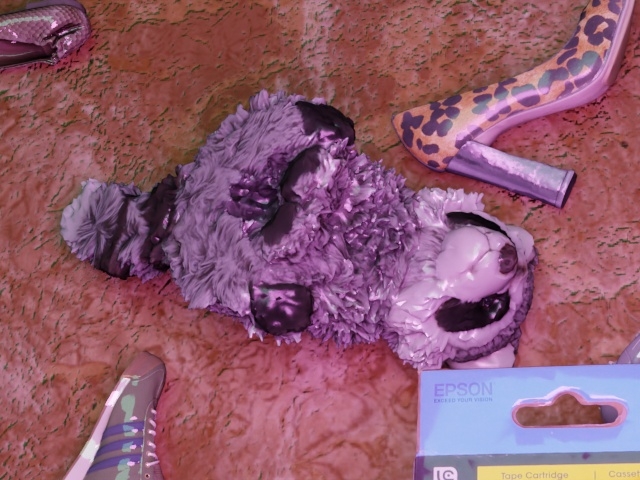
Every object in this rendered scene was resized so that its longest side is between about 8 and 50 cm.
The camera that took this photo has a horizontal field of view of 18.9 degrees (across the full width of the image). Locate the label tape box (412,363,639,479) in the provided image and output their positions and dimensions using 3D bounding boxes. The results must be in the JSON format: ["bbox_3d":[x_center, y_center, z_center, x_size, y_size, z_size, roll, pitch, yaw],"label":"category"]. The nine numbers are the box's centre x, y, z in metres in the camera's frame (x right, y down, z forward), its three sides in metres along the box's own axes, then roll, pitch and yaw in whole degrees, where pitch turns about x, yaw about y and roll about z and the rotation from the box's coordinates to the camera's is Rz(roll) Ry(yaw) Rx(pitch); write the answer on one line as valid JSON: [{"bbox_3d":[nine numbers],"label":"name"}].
[{"bbox_3d":[0.193,0.268,1.455,0.241,0.106,0.333,-2,65,11],"label":"label tape box"}]

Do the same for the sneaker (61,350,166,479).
[{"bbox_3d":[-0.173,0.203,1.768,0.086,0.064,0.192,25,74,14],"label":"sneaker"}]

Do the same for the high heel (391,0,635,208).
[{"bbox_3d":[0.188,-0.175,1.835,0.186,0.093,0.261,20,80,14],"label":"high heel"}]

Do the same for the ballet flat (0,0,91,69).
[{"bbox_3d":[-0.359,-0.194,1.985,0.250,0.084,0.058,-10,62,2],"label":"ballet flat"}]

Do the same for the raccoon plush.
[{"bbox_3d":[0.000,0.000,1.796,0.446,0.299,0.216,19,85,54],"label":"raccoon plush"}]

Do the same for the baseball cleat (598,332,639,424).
[{"bbox_3d":[0.336,0.096,1.677,0.206,0.072,0.109,-46,33,-10],"label":"baseball cleat"}]
